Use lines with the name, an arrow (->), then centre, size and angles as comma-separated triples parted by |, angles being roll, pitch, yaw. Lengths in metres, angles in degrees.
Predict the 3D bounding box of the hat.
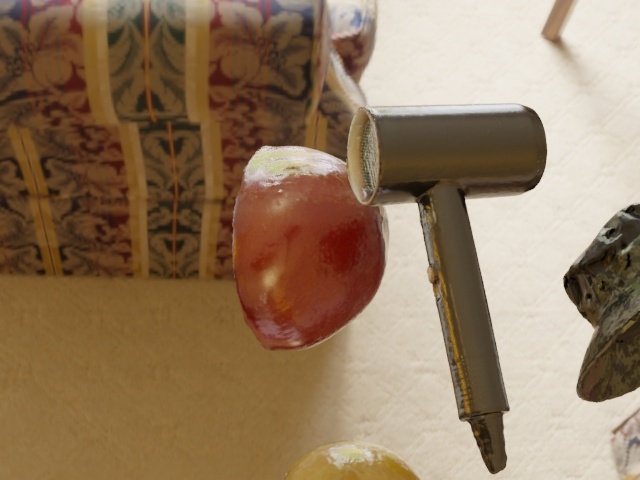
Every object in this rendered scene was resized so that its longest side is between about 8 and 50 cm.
hat -> 0.315, 0.037, 0.948 | 0.266, 0.265, 0.128 | -27, 59, -22

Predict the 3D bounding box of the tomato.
tomato -> 0.000, 0.000, 1.019 | 0.140, 0.200, 0.233 | -7, 28, 13

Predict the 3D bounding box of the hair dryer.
hair dryer -> 0.105, 0.025, 0.655 | 0.128, 0.070, 0.255 | -6, 73, -16

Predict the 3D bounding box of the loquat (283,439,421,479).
loquat -> 0.040, 0.353, 1.214 | 0.208, 0.208, 0.208 | 4, 59, -6
